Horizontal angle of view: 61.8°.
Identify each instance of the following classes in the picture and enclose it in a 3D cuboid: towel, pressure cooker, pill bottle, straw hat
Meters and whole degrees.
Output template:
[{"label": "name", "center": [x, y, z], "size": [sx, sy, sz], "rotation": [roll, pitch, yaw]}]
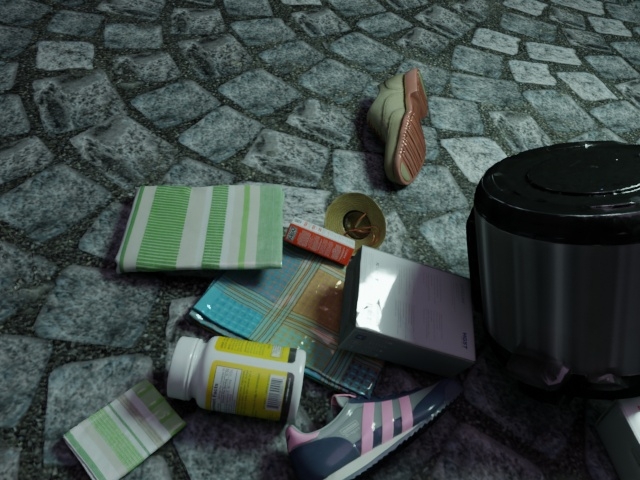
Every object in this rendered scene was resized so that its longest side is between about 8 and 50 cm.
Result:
[{"label": "towel", "center": [-0.031, 0.126, 1.036], "size": [0.370, 0.040, 0.271], "rotation": [24, 49, 11]}, {"label": "pressure cooker", "center": [0.463, 0.072, 0.942], "size": [0.369, 0.420, 0.375], "rotation": [-11, 25, 3]}, {"label": "towel", "center": [-0.306, 0.302, 0.841], "size": [0.113, 0.023, 0.152], "rotation": [41, 52, 22]}, {"label": "pill bottle", "center": [-0.134, 0.222, 0.876], "size": [0.208, 0.119, 0.119], "rotation": [10, 47, -2]}, {"label": "towel", "center": [-0.239, -0.029, 1.105], "size": [0.324, 0.038, 0.248], "rotation": [-1, 46, -1]}, {"label": "straw hat", "center": [0.084, -0.034, 1.181], "size": [0.144, 0.144, 0.061], "rotation": [30, 12, 16]}]

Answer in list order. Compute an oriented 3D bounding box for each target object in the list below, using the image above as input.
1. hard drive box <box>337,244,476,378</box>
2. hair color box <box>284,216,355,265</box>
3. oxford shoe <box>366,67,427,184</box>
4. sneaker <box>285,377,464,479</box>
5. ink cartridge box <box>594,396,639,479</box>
[{"label": "hard drive box", "center": [0.161, 0.132, 0.991], "size": [0.232, 0.089, 0.181], "rotation": [18, 51, -10]}, {"label": "hair color box", "center": [0.000, 0.000, 1.121], "size": [0.141, 0.043, 0.072], "rotation": [23, 14, 0]}, {"label": "oxford shoe", "center": [0.197, -0.293, 1.423], "size": [0.146, 0.140, 0.397], "rotation": [-7, 47, 25]}, {"label": "sneaker", "center": [0.091, 0.283, 0.867], "size": [0.319, 0.112, 0.131], "rotation": [-22, 59, -29]}, {"label": "ink cartridge box", "center": [0.644, 0.355, 0.873], "size": [0.289, 0.122, 0.211], "rotation": [-7, 49, -4]}]
